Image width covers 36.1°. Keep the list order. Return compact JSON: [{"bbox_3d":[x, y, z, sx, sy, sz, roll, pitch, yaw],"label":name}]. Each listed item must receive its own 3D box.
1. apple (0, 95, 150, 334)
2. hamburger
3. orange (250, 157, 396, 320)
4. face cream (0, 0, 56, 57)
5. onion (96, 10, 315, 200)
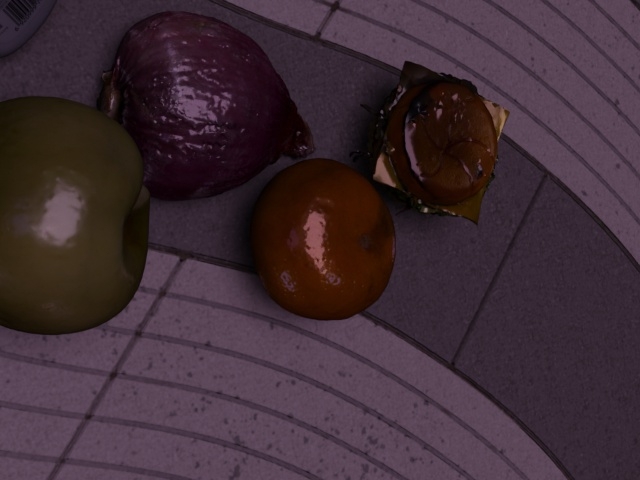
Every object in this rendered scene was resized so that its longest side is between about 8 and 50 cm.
[{"bbox_3d":[-0.340,-0.029,1.197,0.254,0.292,0.292,2,88,-1],"label":"apple"},{"bbox_3d":[0.169,-0.150,1.554,0.261,0.138,0.243,27,75,-26],"label":"hamburger"},{"bbox_3d":[0.000,0.000,1.441,0.240,0.171,0.240,3,85,-36],"label":"orange"},{"bbox_3d":[-0.434,-0.352,1.153,0.163,0.080,0.337,-55,157,-7],"label":"face cream"},{"bbox_3d":[-0.128,-0.184,1.386,0.348,0.159,0.267,4,90,-27],"label":"onion"}]
